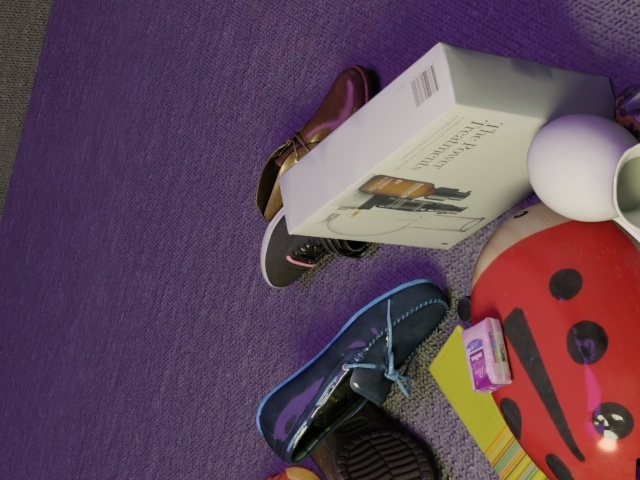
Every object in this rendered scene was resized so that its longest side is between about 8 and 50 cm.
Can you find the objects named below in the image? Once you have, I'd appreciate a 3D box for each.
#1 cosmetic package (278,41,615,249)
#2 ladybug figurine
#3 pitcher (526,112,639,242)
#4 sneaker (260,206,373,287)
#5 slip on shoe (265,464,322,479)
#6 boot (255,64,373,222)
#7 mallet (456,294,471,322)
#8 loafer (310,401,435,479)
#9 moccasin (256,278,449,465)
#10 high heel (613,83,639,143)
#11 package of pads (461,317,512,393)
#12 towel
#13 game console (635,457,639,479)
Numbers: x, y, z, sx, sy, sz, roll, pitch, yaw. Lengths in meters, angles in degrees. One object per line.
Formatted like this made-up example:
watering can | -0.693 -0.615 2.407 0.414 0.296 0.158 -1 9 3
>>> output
cosmetic package | 0.164 -0.110 1.808 0.377 0.284 0.098 -37 58 48
ladybug figurine | 0.313 0.139 1.663 0.305 0.161 0.449 -56 44 35
pitcher | 0.339 -0.057 1.597 0.178 0.125 0.207 61 168 -24
sneaker | 0.000 0.000 2.193 0.296 0.104 0.147 -56 38 30
slip on shoe | -0.056 0.424 2.171 0.331 0.123 0.101 119 169 -69
boot | -0.010 -0.149 2.223 0.112 0.115 0.305 54 127 47
mallet | 0.236 0.166 1.895 0.039 0.062 0.190 -8 94 57
loafer | 0.073 0.345 2.050 0.366 0.133 0.130 -128 25 -57
moccasin | 0.065 0.203 1.997 0.342 0.137 0.117 -44 45 12
high heel | 0.430 -0.071 1.626 0.186 0.093 0.261 134 118 -79
package of pads | 0.200 0.140 1.655 0.050 0.032 0.083 -37 56 52
towel | 0.233 0.233 1.849 0.237 0.021 0.102 56 135 29
game console | 0.446 0.195 1.466 0.213 0.044 0.362 0 85 21
